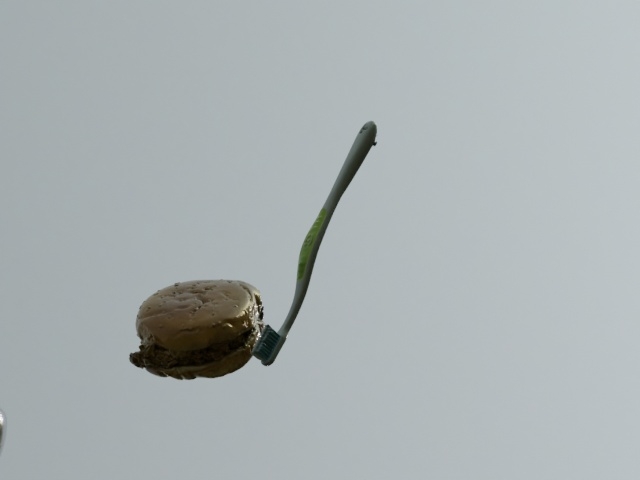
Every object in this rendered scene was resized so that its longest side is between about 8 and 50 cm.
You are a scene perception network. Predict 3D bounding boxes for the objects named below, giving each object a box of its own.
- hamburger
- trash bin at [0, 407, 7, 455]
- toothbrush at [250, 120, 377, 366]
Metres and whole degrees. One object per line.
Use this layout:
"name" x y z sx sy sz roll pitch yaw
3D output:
"hamburger" -0.135 0.096 1.951 0.147 0.138 0.083 -53 -45 -60
"trash bin" -0.492 0.207 1.851 0.334 0.214 0.214 -14 -25 10
"toothbrush" 0.000 0.000 1.633 0.026 0.022 0.263 38 -115 -27
